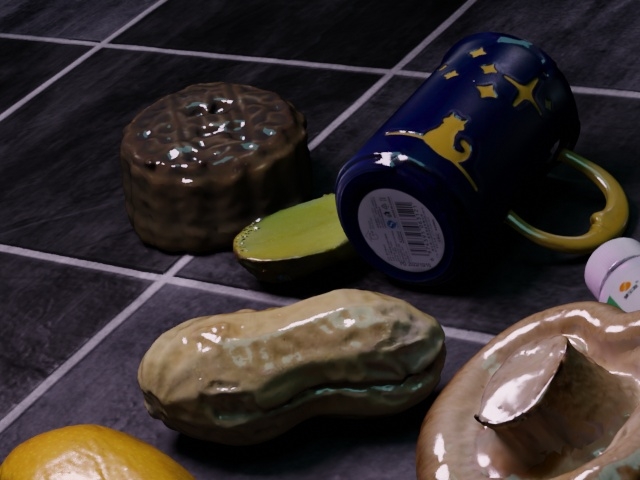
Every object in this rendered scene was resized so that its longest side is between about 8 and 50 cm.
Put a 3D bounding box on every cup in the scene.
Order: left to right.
[{"bbox_3d":[0.176,-0.077,1.801,0.255,0.178,0.256,7,38,33],"label":"cup"}]

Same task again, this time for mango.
[{"bbox_3d":[-0.158,0.267,1.390,0.187,0.144,0.359,-36,41,-15],"label":"mango"}]

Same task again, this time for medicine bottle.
[{"bbox_3d":[0.318,0.083,1.551,0.095,0.095,0.260,-19,31,-9],"label":"medicine bottle"}]

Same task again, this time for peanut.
[{"bbox_3d":[-0.027,0.117,1.601,0.290,0.130,0.130,-12,30,5],"label":"peanut"}]

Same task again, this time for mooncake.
[{"bbox_3d":[-0.122,-0.091,1.993,0.228,0.124,0.228,-9,30,5],"label":"mooncake"}]

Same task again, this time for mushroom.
[{"bbox_3d":[0.206,0.150,1.414,0.278,0.146,0.278,-26,30,16],"label":"mushroom"}]

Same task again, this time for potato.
[{"bbox_3d":[0.000,0.000,1.863,0.198,0.054,0.119,-29,33,-33],"label":"potato"}]
